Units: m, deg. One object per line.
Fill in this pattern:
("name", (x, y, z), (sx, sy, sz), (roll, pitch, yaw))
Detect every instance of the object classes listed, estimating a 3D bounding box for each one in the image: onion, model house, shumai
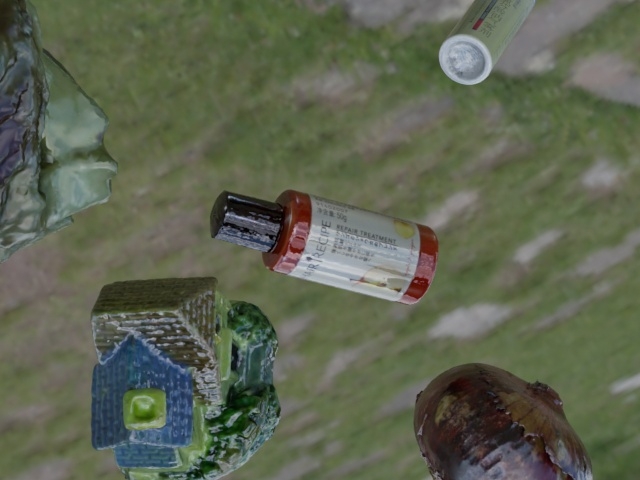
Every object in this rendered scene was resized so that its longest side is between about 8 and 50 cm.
("onion", (0.224, 0.255, 1.822), (0.190, 0.246, 0.246), (-45, 160, 0))
("model house", (-0.155, 0.149, 1.586), (0.195, 0.214, 0.189), (0, 162, 11))
("shumai", (-0.355, -0.112, 1.450), (0.395, 0.395, 0.348), (-35, 149, 21))

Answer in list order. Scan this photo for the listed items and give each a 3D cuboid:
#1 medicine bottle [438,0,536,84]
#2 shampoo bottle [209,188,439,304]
("medicine bottle", (0.192, -0.246, 1.616), (0.059, 0.059, 0.231), (-45, -173, 40))
("shampoo bottle", (0.000, 0.000, 1.817), (0.278, 0.104, 0.104), (14, 143, -20))
